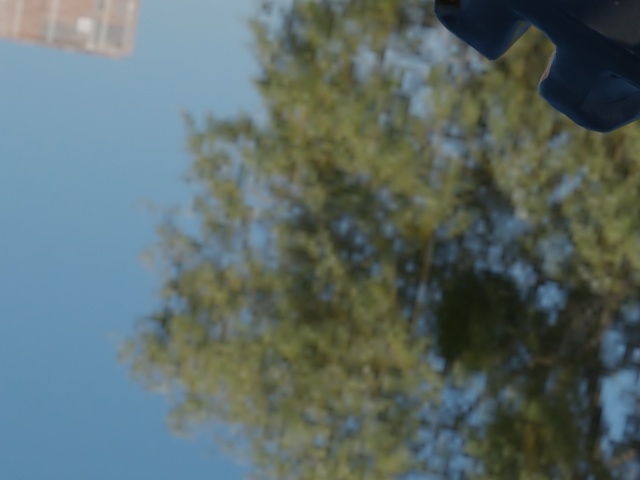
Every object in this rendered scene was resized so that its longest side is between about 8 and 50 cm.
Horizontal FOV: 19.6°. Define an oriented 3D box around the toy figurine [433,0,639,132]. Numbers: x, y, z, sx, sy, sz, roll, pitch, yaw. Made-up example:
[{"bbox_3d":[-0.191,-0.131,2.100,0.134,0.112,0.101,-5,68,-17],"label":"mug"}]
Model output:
[{"bbox_3d":[0.000,0.000,0.250,0.213,0.209,0.148,-2,161,-11],"label":"toy figurine"}]
